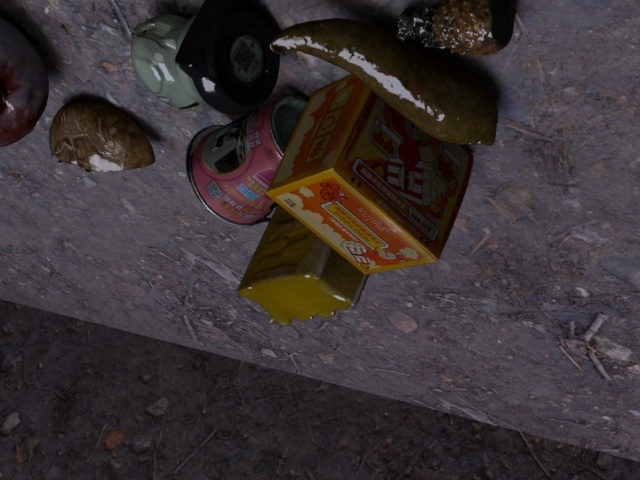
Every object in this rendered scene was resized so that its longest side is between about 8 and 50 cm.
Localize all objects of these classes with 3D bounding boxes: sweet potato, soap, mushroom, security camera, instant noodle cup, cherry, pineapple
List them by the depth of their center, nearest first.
[{"bbox_3d":[0.196,-0.332,1.279,0.198,0.108,0.108,8,150,39],"label":"pineapple"},{"bbox_3d":[0.127,-0.276,1.383,0.423,0.130,0.130,24,154,-15],"label":"sweet potato"},{"bbox_3d":[-0.229,-0.330,1.528,0.277,0.196,0.191,9,159,39],"label":"security camera"},{"bbox_3d":[-0.111,-0.172,1.693,0.244,0.243,0.255,37,143,-25],"label":"instant noodle cup"},{"bbox_3d":[-0.762,-0.358,1.775,0.335,0.291,0.326,36,172,7],"label":"cherry"},{"bbox_3d":[0.000,0.000,1.776,0.156,0.335,0.293,37,152,-24],"label":"soap"},{"bbox_3d":[-0.528,-0.260,1.967,0.286,0.156,0.151,13,123,18],"label":"mushroom"}]

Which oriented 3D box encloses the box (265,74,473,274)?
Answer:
[{"bbox_3d":[0.101,-0.126,1.545,0.283,0.259,0.214,38,147,-27],"label":"box"}]
